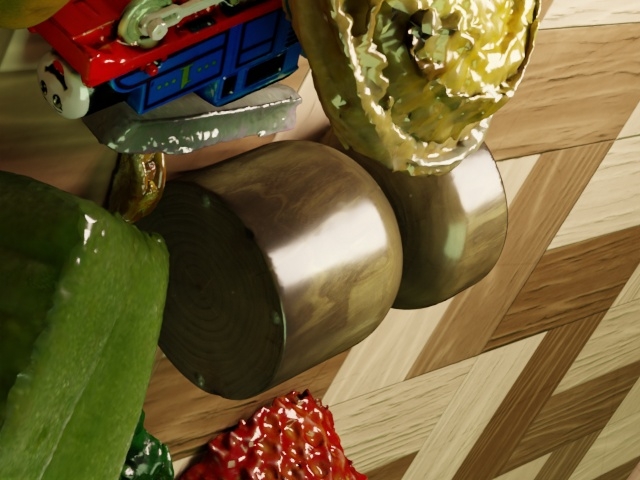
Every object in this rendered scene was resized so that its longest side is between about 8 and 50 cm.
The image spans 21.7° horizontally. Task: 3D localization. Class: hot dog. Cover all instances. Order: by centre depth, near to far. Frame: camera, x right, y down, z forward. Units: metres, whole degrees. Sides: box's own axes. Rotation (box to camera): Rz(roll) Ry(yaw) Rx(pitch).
[{"bbox_3d":[-0.135,-0.039,1.239,0.030,0.034,0.090,-24,146,-42],"label":"hot dog"}]

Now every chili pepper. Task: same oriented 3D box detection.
[{"bbox_3d":[-0.180,0.165,1.433,0.100,0.074,0.257,-43,160,-16],"label":"chili pepper"}]

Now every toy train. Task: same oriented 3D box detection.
[{"bbox_3d":[-0.097,-0.142,1.091,0.204,0.083,0.131,-28,151,-35],"label":"toy train"}]

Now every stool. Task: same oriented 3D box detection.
[{"bbox_3d":[0.000,0.000,1.339,0.264,0.179,0.179,-23,146,-40],"label":"stool"}]

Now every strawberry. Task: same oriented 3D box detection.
[{"bbox_3d":[-0.040,0.293,1.721,0.234,0.178,0.234,-29,147,-21],"label":"strawberry"}]

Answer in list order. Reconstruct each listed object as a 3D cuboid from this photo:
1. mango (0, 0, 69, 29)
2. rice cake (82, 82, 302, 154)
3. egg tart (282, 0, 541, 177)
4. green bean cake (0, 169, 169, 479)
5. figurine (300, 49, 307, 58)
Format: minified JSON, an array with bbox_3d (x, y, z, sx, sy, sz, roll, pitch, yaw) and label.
[{"bbox_3d":[-0.157,-0.181,0.931,0.111,0.089,0.163,-10,145,-54],"label":"mango"},{"bbox_3d":[-0.090,-0.092,1.222,0.206,0.047,0.036,-15,125,-52],"label":"rice cake"},{"bbox_3d":[0.078,-0.187,1.124,0.291,0.107,0.291,6,82,-56],"label":"egg tart"},{"bbox_3d":[-0.202,0.084,1.136,0.248,0.125,0.222,-68,159,-11],"label":"green bean cake"},{"bbox_3d":[0.032,-0.169,1.228,0.114,0.114,0.079,-38,149,-18],"label":"figurine"}]
